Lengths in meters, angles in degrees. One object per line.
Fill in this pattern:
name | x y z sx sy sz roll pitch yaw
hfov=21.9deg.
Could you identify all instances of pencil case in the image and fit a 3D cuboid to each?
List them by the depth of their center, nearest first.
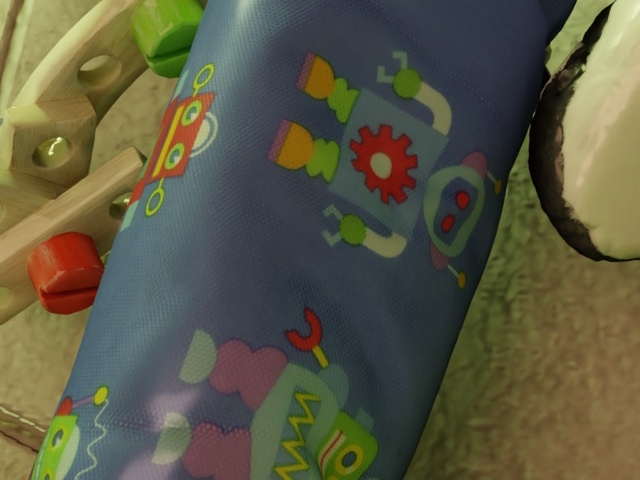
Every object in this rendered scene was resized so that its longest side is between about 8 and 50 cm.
pencil case | 0.000 0.000 0.547 0.119 0.133 0.306 -21 46 59

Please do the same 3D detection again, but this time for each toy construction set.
toy construction set | -0.134 -0.133 0.681 0.215 0.151 0.328 -25 71 -8

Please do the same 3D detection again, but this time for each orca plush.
orca plush | 0.166 -0.116 0.551 0.287 0.151 0.102 -57 28 5
